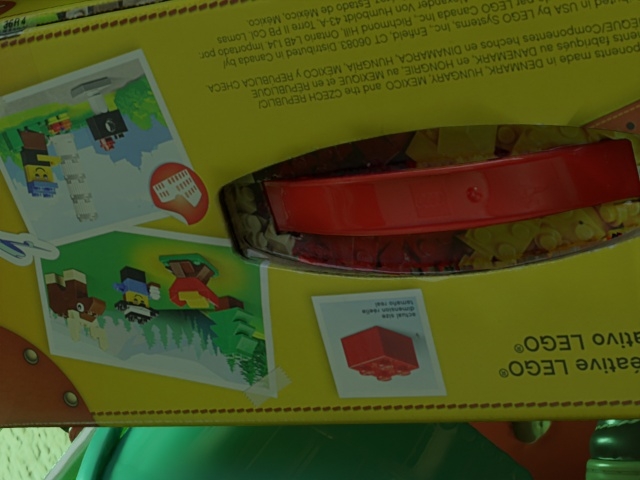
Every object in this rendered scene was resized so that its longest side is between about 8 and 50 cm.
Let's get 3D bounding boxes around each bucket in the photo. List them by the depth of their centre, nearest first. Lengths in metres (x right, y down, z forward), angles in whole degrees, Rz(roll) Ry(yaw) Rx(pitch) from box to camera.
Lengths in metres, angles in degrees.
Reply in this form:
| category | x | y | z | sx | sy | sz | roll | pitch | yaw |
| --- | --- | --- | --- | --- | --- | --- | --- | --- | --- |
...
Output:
| category | x | y | z | sx | sy | sz | roll | pitch | yaw |
| --- | --- | --- | --- | --- | --- | --- | --- | --- | --- |
| bucket | -0.010 | 0.180 | 0.795 | 0.281 | 0.281 | 0.183 | 11 | 60 | 50 |

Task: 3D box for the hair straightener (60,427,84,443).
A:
| category | x | y | z | sx | sy | sz | roll | pitch | yaw |
| --- | --- | --- | --- | --- | --- | --- | --- | --- | --- |
| hair straightener | -0.138 | 0.072 | 1.233 | 0.230 | 0.047 | 0.089 | -50 | 36 | -7 |

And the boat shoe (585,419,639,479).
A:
| category | x | y | z | sx | sy | sz | roll | pitch | yaw |
| --- | --- | --- | --- | --- | --- | --- | --- | --- | --- |
| boat shoe | 0.285 | 0.052 | 0.702 | 0.342 | 0.123 | 0.123 | -17 | 71 | 28 |

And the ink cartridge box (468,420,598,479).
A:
| category | x | y | z | sx | sy | sz | roll | pitch | yaw |
| --- | --- | --- | --- | --- | --- | --- | --- | --- | --- |
| ink cartridge box | 0.228 | -0.006 | 0.907 | 0.385 | 0.091 | 0.308 | -30 | 38 | 19 |

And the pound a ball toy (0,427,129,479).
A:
| category | x | y | z | sx | sy | sz | roll | pitch | yaw |
| --- | --- | --- | --- | --- | --- | --- | --- | --- | --- |
| pound a ball toy | -0.169 | 0.203 | 1.029 | 0.208 | 0.136 | 0.319 | 35 | 80 | 18 |

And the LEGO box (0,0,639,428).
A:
| category | x | y | z | sx | sy | sz | roll | pitch | yaw |
| --- | --- | --- | --- | --- | --- | --- | --- | --- | --- |
| LEGO box | 0.119 | -0.085 | 0.683 | 0.500 | 0.193 | 0.372 | -5 | 21 | 31 |
